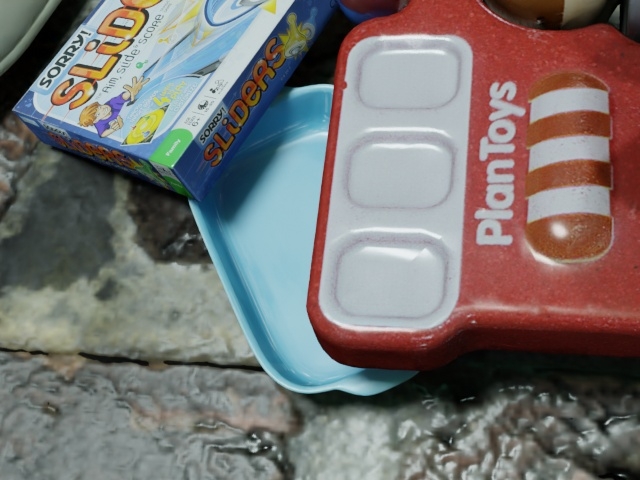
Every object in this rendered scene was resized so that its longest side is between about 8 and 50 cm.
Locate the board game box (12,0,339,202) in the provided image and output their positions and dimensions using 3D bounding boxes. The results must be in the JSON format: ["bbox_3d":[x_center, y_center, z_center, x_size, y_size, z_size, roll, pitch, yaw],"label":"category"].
[{"bbox_3d":[-0.068,-0.127,0.573,0.136,0.035,0.201,20,68,34],"label":"board game box"}]

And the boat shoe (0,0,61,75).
[{"bbox_3d":[-0.208,-0.181,0.590,0.091,0.109,0.305,21,58,26],"label":"boat shoe"}]

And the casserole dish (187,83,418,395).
[{"bbox_3d":[0.000,0.000,0.534,0.114,0.037,0.188,-25,66,-3],"label":"casserole dish"}]

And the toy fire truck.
[{"bbox_3d":[0.126,-0.083,0.480,0.254,0.169,0.302,2,67,10],"label":"toy fire truck"}]
